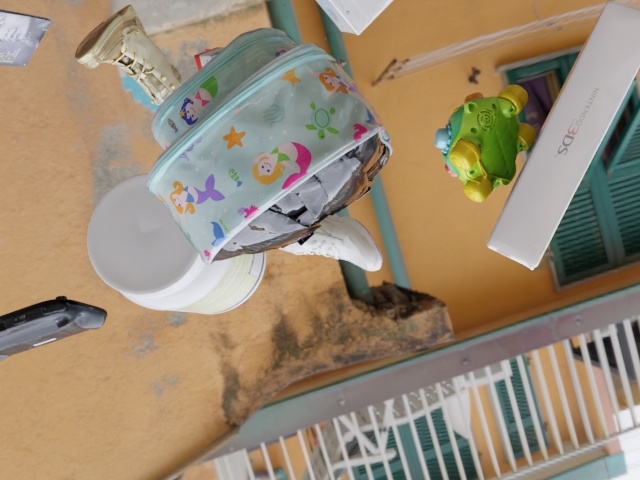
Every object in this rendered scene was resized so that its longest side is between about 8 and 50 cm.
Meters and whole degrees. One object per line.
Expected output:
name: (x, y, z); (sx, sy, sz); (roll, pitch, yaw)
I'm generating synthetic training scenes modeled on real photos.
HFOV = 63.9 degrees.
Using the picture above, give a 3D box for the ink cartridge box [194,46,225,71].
ink cartridge box: (-0.223, -0.396, 1.257); (0.231, 0.134, 0.078); (17, -139, 39)

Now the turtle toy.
turtle toy: (0.158, -0.089, 0.506); (0.095, 0.130, 0.066); (-48, -134, -9)

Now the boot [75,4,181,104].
boot: (-0.404, -0.380, 1.117); (0.095, 0.203, 0.261); (-24, -146, 16)

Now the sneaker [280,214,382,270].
sneaker: (0.000, 0.000, 1.130); (0.305, 0.114, 0.152); (33, -114, 33)

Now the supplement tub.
supplement tub: (-0.250, 0.016, 0.960); (0.236, 0.235, 0.325); (-16, 168, 6)

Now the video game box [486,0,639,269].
video game box: (0.214, -0.075, 0.467); (0.048, 0.205, 0.187); (26, -173, 15)

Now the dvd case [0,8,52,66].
dvd case: (-0.817, -0.519, 1.320); (0.164, 0.018, 0.221); (-43, 179, 23)

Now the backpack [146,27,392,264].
backpack: (-0.049, -0.085, 0.510); (0.225, 0.191, 0.253); (-36, -177, 10)

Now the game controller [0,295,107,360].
game controller: (-0.607, 0.186, 1.051); (0.320, 0.067, 0.166); (-18, 166, 10)

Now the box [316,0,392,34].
box: (0.089, -0.498, 0.998); (0.170, 0.091, 0.130); (-43, -153, 9)
